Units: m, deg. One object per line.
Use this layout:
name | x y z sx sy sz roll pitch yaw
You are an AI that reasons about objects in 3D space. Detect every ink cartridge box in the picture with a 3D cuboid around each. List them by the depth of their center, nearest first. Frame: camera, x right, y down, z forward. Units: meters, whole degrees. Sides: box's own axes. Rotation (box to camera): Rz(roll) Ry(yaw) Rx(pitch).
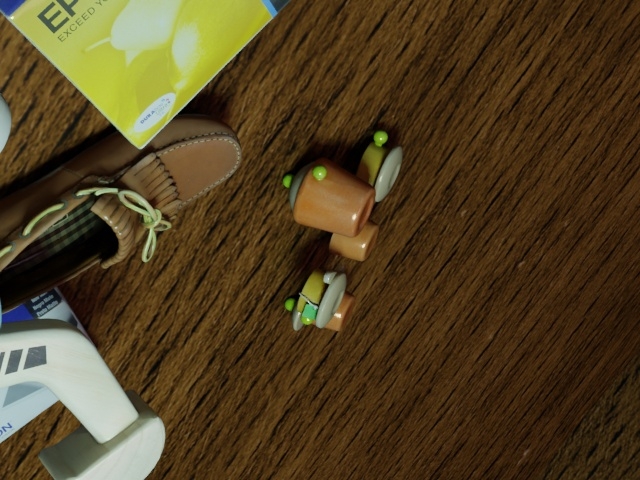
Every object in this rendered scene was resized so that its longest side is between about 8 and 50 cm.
ink cartridge box | -0.147 -0.277 1.110 0.303 0.072 0.307 -44 146 -2
ink cartridge box | -0.397 0.151 1.502 0.223 0.045 0.224 -37 143 -12

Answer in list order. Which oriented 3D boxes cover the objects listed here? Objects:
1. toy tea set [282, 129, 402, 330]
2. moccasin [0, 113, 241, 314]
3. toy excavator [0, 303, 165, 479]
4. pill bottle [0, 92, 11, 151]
toy tea set | 0.000 0.000 1.731 0.200 0.124 0.336 -45 155 -59
moccasin | -0.250 -0.028 1.387 0.380 0.147 0.139 -25 140 -26
toy excavator | -0.372 0.103 1.200 0.445 0.222 0.433 -12 115 -29
pill bottle | -0.400 -0.172 1.086 0.162 0.162 0.278 -39 144 -9
